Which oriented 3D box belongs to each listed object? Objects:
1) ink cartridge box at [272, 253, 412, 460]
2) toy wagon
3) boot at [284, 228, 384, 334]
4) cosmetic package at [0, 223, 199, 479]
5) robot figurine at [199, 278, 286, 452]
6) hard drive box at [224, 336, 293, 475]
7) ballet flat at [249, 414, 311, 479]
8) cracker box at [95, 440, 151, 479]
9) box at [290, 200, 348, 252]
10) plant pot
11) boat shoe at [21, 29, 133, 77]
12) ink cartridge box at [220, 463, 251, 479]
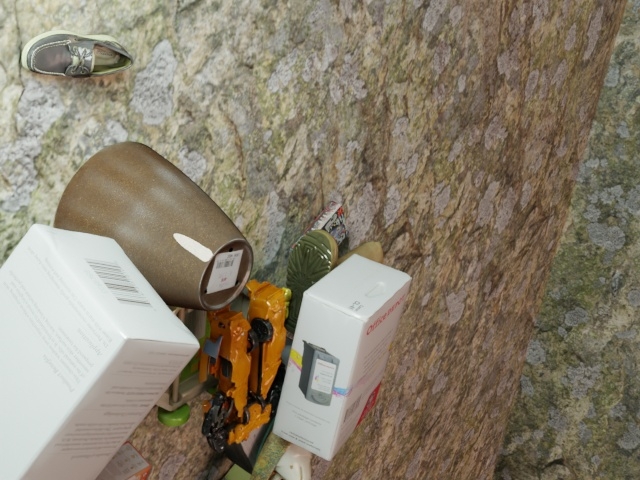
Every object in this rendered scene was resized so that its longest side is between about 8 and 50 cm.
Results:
[{"bbox_3d":[0.040,0.208,1.703,0.226,0.131,0.306,-35,142,-58],"label":"ink cartridge box"},{"bbox_3d":[-0.184,0.161,1.633,0.344,0.068,0.267,-27,135,-47],"label":"toy wagon"},{"bbox_3d":[0.039,0.049,1.831,0.269,0.089,0.236,-26,144,-51],"label":"boot"},{"bbox_3d":[-0.358,0.198,1.151,0.385,0.217,0.156,-50,153,12],"label":"cosmetic package"},{"bbox_3d":[-0.135,0.222,1.603,0.211,0.085,0.291,-27,134,-47],"label":"robot figurine"},{"bbox_3d":[-0.101,0.337,1.879,0.232,0.089,0.181,-47,147,-26],"label":"hard drive box"},{"bbox_3d":[-0.086,0.475,1.808,0.349,0.123,0.123,-61,150,0],"label":"ballet flat"},{"bbox_3d":[-0.392,0.436,1.485,0.232,0.067,0.156,-23,147,-48],"label":"cracker box"},{"bbox_3d":[0.000,0.000,1.834,0.137,0.027,0.094,-50,148,-22],"label":"box"},{"bbox_3d":[-0.213,0.001,1.295,0.215,0.230,0.215,-37,141,-38],"label":"plant pot"},{"bbox_3d":[-0.298,-0.231,1.159,0.152,0.049,0.056,-22,131,-49],"label":"boat shoe"},{"bbox_3d":[-0.172,0.552,1.974,0.235,0.056,0.171,-45,145,-26],"label":"ink cartridge box"}]
